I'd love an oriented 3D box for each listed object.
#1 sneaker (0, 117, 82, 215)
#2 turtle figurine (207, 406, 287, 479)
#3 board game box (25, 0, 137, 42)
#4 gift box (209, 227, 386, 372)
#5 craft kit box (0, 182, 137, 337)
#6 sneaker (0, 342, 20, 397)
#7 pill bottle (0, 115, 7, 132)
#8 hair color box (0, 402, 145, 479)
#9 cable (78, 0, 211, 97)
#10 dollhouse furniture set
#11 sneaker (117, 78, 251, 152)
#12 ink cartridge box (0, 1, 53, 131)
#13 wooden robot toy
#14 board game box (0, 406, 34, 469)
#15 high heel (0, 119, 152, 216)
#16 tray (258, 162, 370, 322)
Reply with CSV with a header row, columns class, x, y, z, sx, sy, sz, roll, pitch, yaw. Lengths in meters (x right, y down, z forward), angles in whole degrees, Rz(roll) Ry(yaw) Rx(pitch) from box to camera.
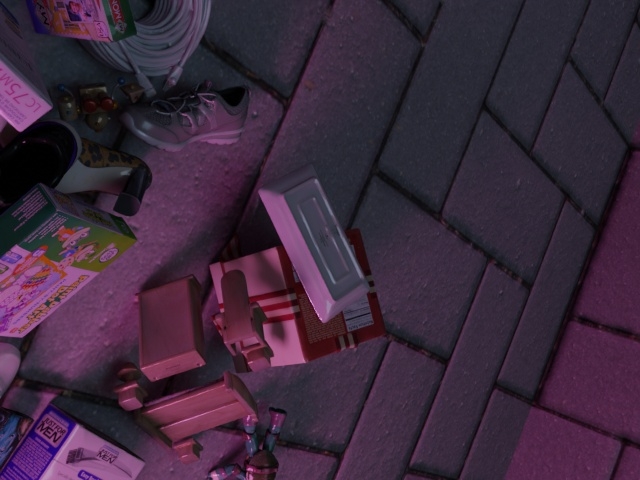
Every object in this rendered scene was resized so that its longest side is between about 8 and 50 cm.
class,x,y,z,sx,sy,sz,roll,pitch,yaw
sneaker,-0.457,-0.056,1.125,0.102,0.146,0.293,43,90,-20
turtle figurine,-0.142,0.481,1.752,0.175,0.118,0.234,12,89,-49
board game box,-0.366,-0.435,1.096,0.046,0.213,0.317,-34,126,-37
gift box,-0.052,0.099,1.597,0.255,0.258,0.276,-6,82,-41
craft kit box,-0.421,0.040,1.170,0.250,0.061,0.246,-40,168,4
sneaker,-0.540,0.259,1.236,0.235,0.095,0.090,-52,134,-25
pill bottle,-0.577,-0.048,0.987,0.392,0.224,0.224,-59,138,-15
hair color box,-0.475,0.473,1.374,0.339,0.110,0.185,-56,136,-16
cable,-0.286,-0.396,1.297,0.257,0.089,0.257,-58,137,-18
dollhouse furniture set,-0.202,0.239,1.535,0.303,0.174,0.355,-19,139,7
sneaker,-0.229,-0.230,1.390,0.281,0.105,0.115,-19,143,-55
ink cartridge box,-0.447,-0.281,1.025,0.065,0.311,0.186,-37,134,3
wooden robot toy,-0.358,-0.199,1.260,0.173,0.076,0.079,-11,129,-18
board game box,-0.533,0.354,1.277,0.186,0.026,0.126,-58,172,-15
high heel,-0.395,-0.139,1.299,0.261,0.186,0.093,32,106,-17
tray,0.000,0.000,1.475,0.145,0.030,0.270,-32,99,-41
